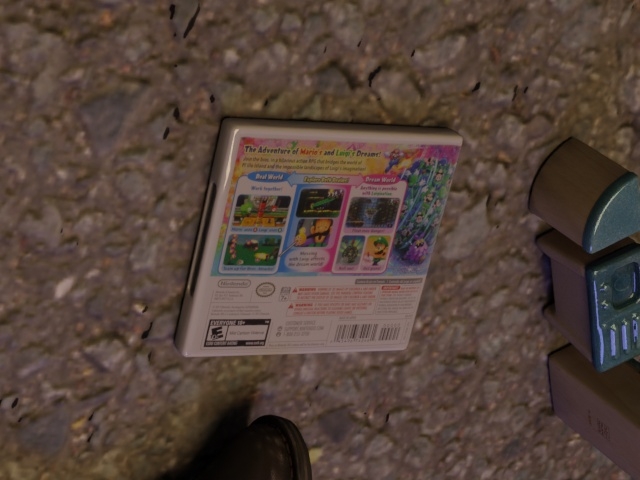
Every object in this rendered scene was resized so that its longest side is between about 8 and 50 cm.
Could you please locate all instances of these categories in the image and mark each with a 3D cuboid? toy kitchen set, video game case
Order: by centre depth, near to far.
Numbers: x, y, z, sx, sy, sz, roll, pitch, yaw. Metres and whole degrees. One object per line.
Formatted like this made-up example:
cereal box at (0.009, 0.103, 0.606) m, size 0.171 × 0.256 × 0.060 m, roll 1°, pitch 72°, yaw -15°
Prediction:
video game case at (0.000, 0.000, 1.002) m, size 0.157 × 0.019 × 0.143 m, roll 1°, pitch 114°, yaw -31°
toy kitchen set at (0.241, 0.028, 1.101) m, size 0.166 × 0.122 × 0.207 m, roll -24°, pitch 126°, yaw -19°

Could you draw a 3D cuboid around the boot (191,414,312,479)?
boot at (-0.147, 0.186, 0.963) m, size 0.229 × 0.091 × 0.263 m, roll 27°, pitch 101°, yaw -39°
